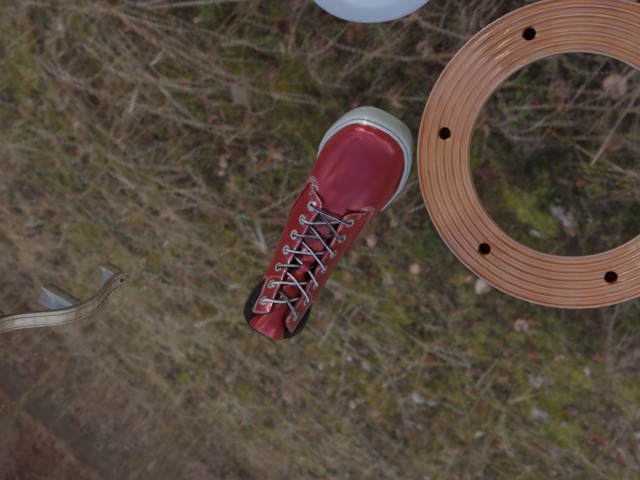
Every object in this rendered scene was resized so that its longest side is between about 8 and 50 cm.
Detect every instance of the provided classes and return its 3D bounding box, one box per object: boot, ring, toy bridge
[{"bbox_3d":[0.000,0.000,0.753,0.088,0.176,0.244,29,145,-2],"label":"boot"},{"bbox_3d":[0.272,-0.092,0.874,0.337,0.336,0.032,35,-161,13],"label":"ring"},{"bbox_3d":[-0.303,0.072,0.942,0.063,0.188,0.026,24,118,30],"label":"toy bridge"}]

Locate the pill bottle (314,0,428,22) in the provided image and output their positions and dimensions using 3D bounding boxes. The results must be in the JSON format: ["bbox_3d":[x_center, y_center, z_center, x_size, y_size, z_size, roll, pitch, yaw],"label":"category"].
[{"bbox_3d":[0.032,-0.236,0.536,0.094,0.169,0.094,0,148,0],"label":"pill bottle"}]
